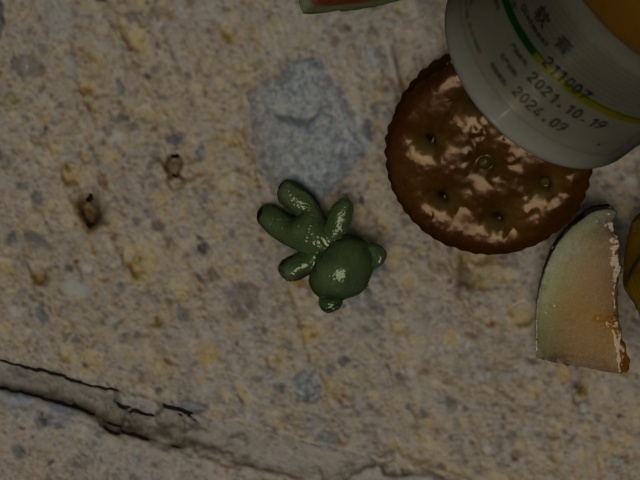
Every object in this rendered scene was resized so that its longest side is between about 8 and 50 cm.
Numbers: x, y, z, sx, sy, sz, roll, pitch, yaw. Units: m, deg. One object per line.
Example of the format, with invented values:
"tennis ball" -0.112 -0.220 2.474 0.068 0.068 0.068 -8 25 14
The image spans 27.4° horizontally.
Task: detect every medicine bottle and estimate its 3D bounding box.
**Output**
"medicine bottle" 0.264 -0.215 1.164 0.238 0.238 0.232 41 140 -5

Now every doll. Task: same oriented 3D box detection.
"doll" 0.000 0.000 1.436 0.115 0.077 0.150 -45 77 12

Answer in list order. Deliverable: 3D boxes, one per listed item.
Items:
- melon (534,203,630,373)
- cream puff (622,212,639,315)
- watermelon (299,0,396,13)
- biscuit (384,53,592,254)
"melon" 0.276 0.047 1.385 0.098 0.054 0.182 7 108 45
"cream puff" 0.454 0.058 1.261 0.291 0.257 0.324 -23 105 15
"watermelon" 0.073 -0.326 1.286 0.231 0.128 0.146 -15 79 2
"biscuit" 0.174 -0.092 1.362 0.220 0.066 0.221 5 114 11
